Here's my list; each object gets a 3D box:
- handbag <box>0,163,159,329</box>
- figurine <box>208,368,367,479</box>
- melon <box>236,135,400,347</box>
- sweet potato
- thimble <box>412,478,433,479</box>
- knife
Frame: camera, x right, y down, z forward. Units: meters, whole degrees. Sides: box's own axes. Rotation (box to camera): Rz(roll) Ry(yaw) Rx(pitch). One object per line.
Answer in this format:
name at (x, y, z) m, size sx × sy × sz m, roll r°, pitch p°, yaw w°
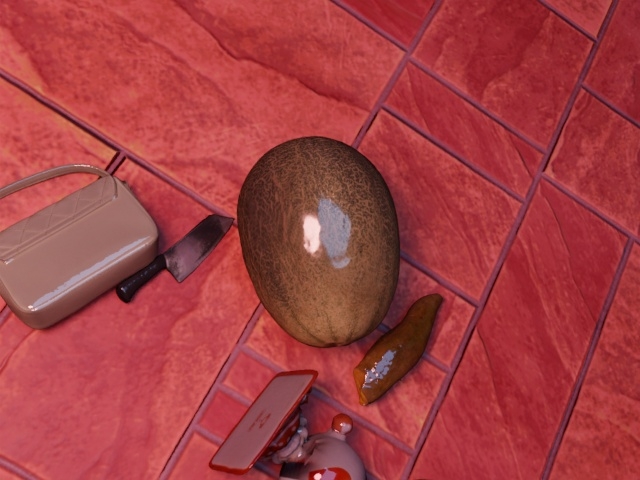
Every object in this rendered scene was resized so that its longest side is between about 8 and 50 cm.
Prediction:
handbag at (-0.387, -0.010, 1.199) m, size 0.256 × 0.079 × 0.219 m, roll -33°, pitch 72°, yaw -26°
figurine at (-0.008, 0.334, 1.193) m, size 0.226 × 0.160 × 0.183 m, roll 44°, pitch 64°, yaw -12°
melon at (0.000, 0.000, 1.236) m, size 0.248 × 0.248 × 0.329 m, roll -9°, pitch 81°, yaw -22°
sweet potato at (0.136, 0.168, 1.326) m, size 0.077 × 0.077 × 0.244 m, roll 45°, pitch 65°, yaw -2°
thimble at (0.179, 0.433, 1.248) m, size 0.130 × 0.090 × 0.118 m, roll 18°, pitch 71°, yaw -12°
knife at (-0.220, 0.028, 1.273) m, size 0.230 × 0.028 × 0.060 m, roll -42°, pitch 102°, yaw -29°
